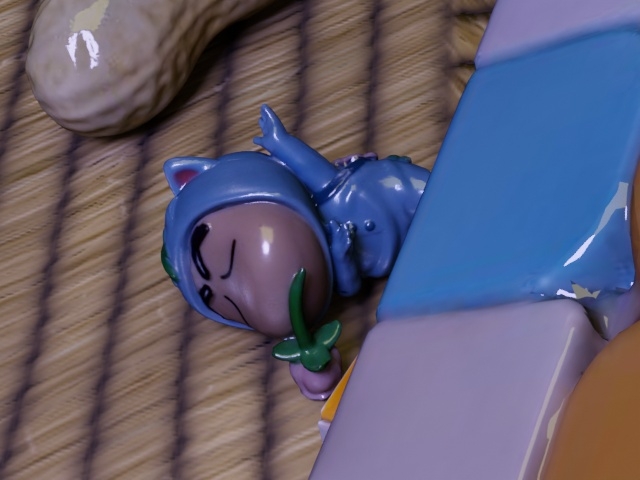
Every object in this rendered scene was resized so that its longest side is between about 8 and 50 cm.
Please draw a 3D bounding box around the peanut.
[{"bbox_3d":[-0.095,-0.173,1.183,0.125,0.111,0.274,14,49,45],"label":"peanut"}]

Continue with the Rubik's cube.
[{"bbox_3d":[0.253,0.051,0.608,0.344,0.346,0.347,-9,52,50],"label":"Rubik's cube"}]

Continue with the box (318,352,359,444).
[{"bbox_3d":[0.110,0.058,0.836,0.091,0.221,0.274,21,58,25],"label":"box"}]

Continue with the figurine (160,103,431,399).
[{"bbox_3d":[0.001,0.005,0.997,0.178,0.114,0.144,-10,48,-5],"label":"figurine"}]
